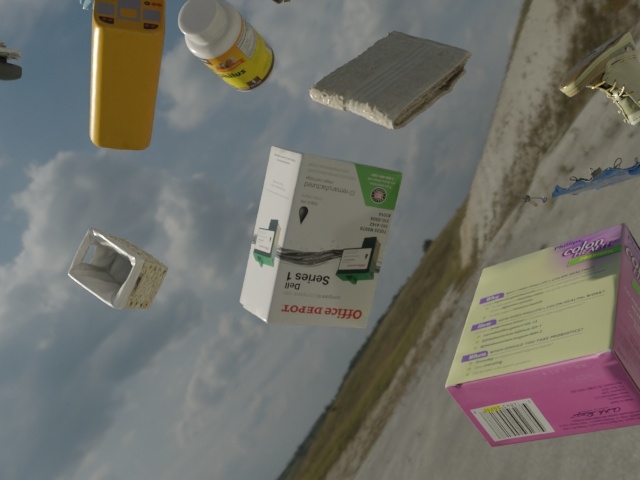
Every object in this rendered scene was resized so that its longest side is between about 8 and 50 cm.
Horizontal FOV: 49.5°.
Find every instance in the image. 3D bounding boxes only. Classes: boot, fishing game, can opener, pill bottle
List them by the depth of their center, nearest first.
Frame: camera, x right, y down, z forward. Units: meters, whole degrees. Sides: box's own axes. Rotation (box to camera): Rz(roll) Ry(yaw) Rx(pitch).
[{"bbox_3d":[0.455,-0.107,1.104,0.264,0.041,0.189,-17,-7,23],"label":"fishing game"},{"bbox_3d":[0.569,-0.292,1.343,0.213,0.165,0.077,-38,9,-26],"label":"boot"},{"bbox_3d":[-0.182,-0.383,1.348,0.117,0.117,0.215,-54,-27,2],"label":"pill bottle"},{"bbox_3d":[-0.899,-0.468,1.748,0.280,0.093,0.074,3,-10,-29],"label":"can opener"}]

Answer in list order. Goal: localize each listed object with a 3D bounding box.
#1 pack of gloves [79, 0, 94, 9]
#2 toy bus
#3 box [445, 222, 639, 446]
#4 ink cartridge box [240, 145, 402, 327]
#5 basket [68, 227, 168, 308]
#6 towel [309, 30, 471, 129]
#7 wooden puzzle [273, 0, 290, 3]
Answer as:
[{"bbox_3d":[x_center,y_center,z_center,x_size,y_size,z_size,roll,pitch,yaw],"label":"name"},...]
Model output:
[{"bbox_3d":[-0.655,-0.725,2.114,0.232,0.195,0.046,-28,31,60],"label":"pack of gloves"},{"bbox_3d":[-0.327,-0.264,1.163,0.332,0.108,0.130,117,150,-52],"label":"toy bus"},{"bbox_3d":[0.304,0.120,0.888,0.214,0.117,0.243,-24,23,38],"label":"box"},{"bbox_3d":[0.000,0.000,0.915,0.160,0.092,0.219,6,-80,-31],"label":"ink cartridge box"},{"bbox_3d":[-0.410,0.062,1.419,0.103,0.167,0.113,23,-86,-58],"label":"basket"},{"bbox_3d":[0.132,-0.293,1.250,0.282,0.187,0.049,-41,-38,-35],"label":"towel"},{"bbox_3d":[-0.080,-0.464,1.233,0.014,0.116,0.078,-3,-66,-28],"label":"wooden puzzle"}]
